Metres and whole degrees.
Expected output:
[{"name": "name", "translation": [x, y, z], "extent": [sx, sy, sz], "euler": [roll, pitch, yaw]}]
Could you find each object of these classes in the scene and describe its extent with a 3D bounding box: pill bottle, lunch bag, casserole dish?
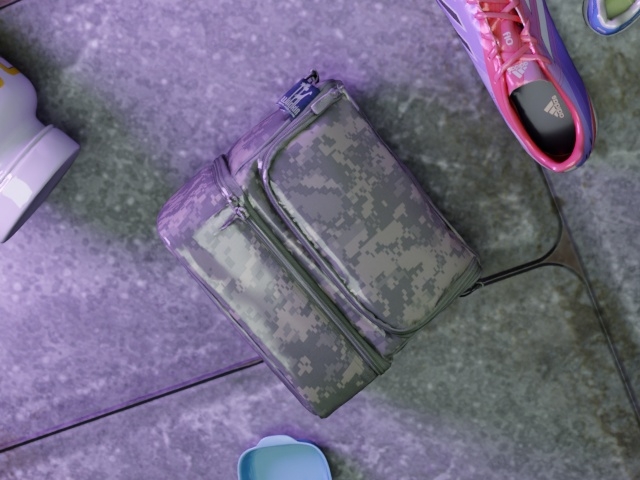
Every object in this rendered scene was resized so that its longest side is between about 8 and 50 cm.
[{"name": "pill bottle", "translation": [-0.440, -0.153, 1.752], "extent": [0.334, 0.188, 0.188], "euler": [39, 109, -4]}, {"name": "lunch bag", "translation": [0.000, 0.000, 1.732], "extent": [0.256, 0.212, 0.305], "euler": [-40, 99, 1]}, {"name": "casserole dish", "translation": [-0.034, 0.316, 1.918], "extent": [0.114, 0.037, 0.188], "euler": [-8, 107, 11]}]

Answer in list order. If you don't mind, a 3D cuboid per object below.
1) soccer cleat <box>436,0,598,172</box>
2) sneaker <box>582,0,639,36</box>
[{"name": "soccer cleat", "translation": [0.200, -0.214, 1.671], "extent": [0.109, 0.116, 0.318], "euler": [-27, 102, 16]}, {"name": "sneaker", "translation": [0.346, -0.301, 1.641], "extent": [0.080, 0.081, 0.211], "euler": [27, 108, 1]}]
